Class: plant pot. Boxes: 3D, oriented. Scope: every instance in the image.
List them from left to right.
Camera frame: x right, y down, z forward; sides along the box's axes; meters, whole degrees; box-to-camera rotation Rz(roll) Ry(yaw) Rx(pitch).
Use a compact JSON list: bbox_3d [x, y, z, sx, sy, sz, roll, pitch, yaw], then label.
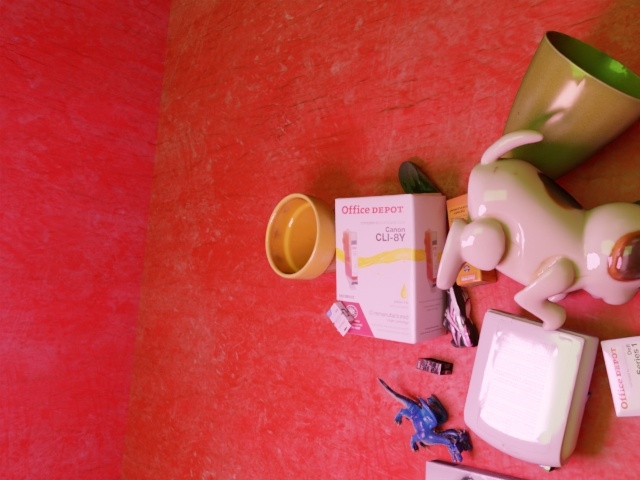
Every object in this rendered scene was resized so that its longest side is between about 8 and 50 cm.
[{"bbox_3d":[0.000,0.000,1.752,0.253,0.238,0.254,-13,73,48],"label":"plant pot"},{"bbox_3d":[0.540,-0.269,1.305,0.275,0.274,0.294,58,136,34],"label":"plant pot"}]

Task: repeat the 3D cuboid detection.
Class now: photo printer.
[{"bbox_3d":[0.464,0.332,1.293,0.255,0.107,0.308,12,91,44],"label":"photo printer"}]

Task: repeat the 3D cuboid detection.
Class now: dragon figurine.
[{"bbox_3d":[0.276,0.458,1.513,0.144,0.085,0.289,-45,59,26],"label":"dragon figurine"}]

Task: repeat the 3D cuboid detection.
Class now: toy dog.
[{"bbox_3d":[0.509,-0.013,1.217,0.407,0.284,0.396,19,107,23],"label":"toy dog"}]

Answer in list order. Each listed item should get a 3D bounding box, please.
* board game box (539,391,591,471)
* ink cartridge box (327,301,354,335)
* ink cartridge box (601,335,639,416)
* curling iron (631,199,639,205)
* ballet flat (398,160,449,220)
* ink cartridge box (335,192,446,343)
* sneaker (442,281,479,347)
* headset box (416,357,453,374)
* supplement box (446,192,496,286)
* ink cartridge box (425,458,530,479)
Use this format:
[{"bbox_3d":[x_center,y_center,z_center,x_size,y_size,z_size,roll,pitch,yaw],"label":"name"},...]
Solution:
[{"bbox_3d":[0.515,0.406,1.330,0.136,0.035,0.201,29,102,43],"label":"board game box"},{"bbox_3d":[0.059,0.217,1.586,0.083,0.028,0.048,53,128,30],"label":"ink cartridge box"},{"bbox_3d":[0.696,0.264,1.143,0.219,0.092,0.161,-19,69,40],"label":"ink cartridge box"},{"bbox_3d":[0.611,-0.005,1.318,0.274,0.035,0.068,-42,65,29],"label":"curling iron"},{"bbox_3d":[0.302,-0.142,1.633,0.250,0.058,0.084,55,136,42],"label":"ballet flat"},{"bbox_3d":[0.189,0.066,1.581,0.279,0.160,0.386,1,92,45],"label":"ink cartridge box"},{"bbox_3d":[0.350,0.198,1.505,0.077,0.071,0.179,-26,64,40],"label":"sneaker"},{"bbox_3d":[0.301,0.334,1.531,0.083,0.062,0.032,7,87,45],"label":"headset box"},{"bbox_3d":[0.392,0.001,1.497,0.078,0.080,0.234,-18,72,43],"label":"supplement box"},{"bbox_3d":[0.380,0.681,1.392,0.275,0.060,0.239,-5,78,43],"label":"ink cartridge box"}]
